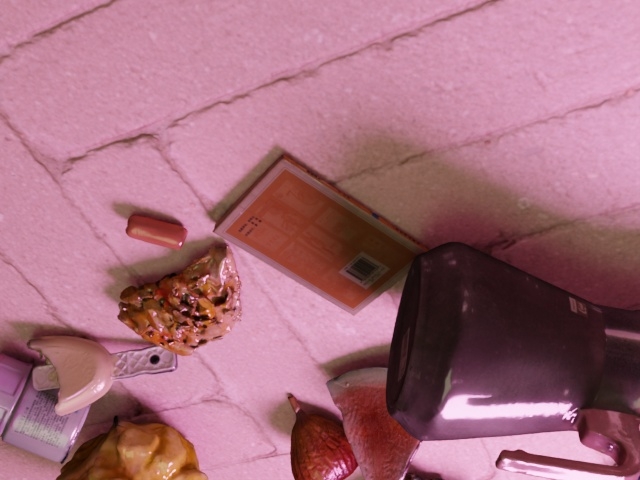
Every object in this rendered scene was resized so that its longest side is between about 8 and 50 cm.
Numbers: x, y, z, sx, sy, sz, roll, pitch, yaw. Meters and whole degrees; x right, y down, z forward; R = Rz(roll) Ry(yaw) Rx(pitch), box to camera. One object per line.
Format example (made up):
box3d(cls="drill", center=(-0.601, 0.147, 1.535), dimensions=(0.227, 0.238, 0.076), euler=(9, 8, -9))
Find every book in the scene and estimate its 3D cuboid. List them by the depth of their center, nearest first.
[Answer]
box3d(cls="book", center=(0.000, -0.001, 1.357), dimensions=(0.241, 0.018, 0.170), euler=(33, 130, -19))

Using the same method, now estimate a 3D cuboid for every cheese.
box3d(cls="cheese", center=(-0.335, 0.194, 1.565), dimensions=(0.234, 0.127, 0.050), euler=(-10, 161, 1))

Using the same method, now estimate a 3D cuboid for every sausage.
box3d(cls="sausage", center=(-0.223, -0.012, 1.381), dimensions=(0.083, 0.034, 0.034), euler=(15, 134, -2))

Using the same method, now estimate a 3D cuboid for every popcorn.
box3d(cls="popcorn", center=(-0.317, 0.408, 1.679), dimensions=(0.286, 0.252, 0.215), euler=(-40, 74, 34))

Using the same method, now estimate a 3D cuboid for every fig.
box3d(cls="fig", center=(0.007, 0.320, 1.608), dimensions=(0.119, 0.119, 0.153), euler=(0, 108, 12))

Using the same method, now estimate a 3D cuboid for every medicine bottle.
box3d(cls="medicine bottle", center=(-0.462, 0.266, 1.623), dimensions=(0.168, 0.135, 0.135), euler=(24, 133, -12))

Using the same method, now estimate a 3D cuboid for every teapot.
box3d(cls="teapot", center=(0.267, 0.162, 1.268), dimensions=(0.343, 0.300, 0.253), euler=(10, 134, -2))

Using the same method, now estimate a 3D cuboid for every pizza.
box3d(cls="pizza", center=(-0.185, 0.099, 1.455), dimensions=(0.226, 0.069, 0.147), euler=(-23, 123, 29))

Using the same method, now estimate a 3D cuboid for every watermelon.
box3d(cls="watermelon", center=(0.121, 0.283, 1.510), dimensions=(0.136, 0.202, 0.207), euler=(-2, 167, -44))

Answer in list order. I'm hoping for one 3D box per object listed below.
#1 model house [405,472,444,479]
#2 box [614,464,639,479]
box3d(cls="model house", center=(0.192, 0.473, 1.685), dimensions=(0.183, 0.166, 0.172), euler=(37, 115, -3))
box3d(cls="box", center=(0.514, 0.492, 1.684), dimensions=(0.200, 0.065, 0.343), euler=(19, 134, -5))
